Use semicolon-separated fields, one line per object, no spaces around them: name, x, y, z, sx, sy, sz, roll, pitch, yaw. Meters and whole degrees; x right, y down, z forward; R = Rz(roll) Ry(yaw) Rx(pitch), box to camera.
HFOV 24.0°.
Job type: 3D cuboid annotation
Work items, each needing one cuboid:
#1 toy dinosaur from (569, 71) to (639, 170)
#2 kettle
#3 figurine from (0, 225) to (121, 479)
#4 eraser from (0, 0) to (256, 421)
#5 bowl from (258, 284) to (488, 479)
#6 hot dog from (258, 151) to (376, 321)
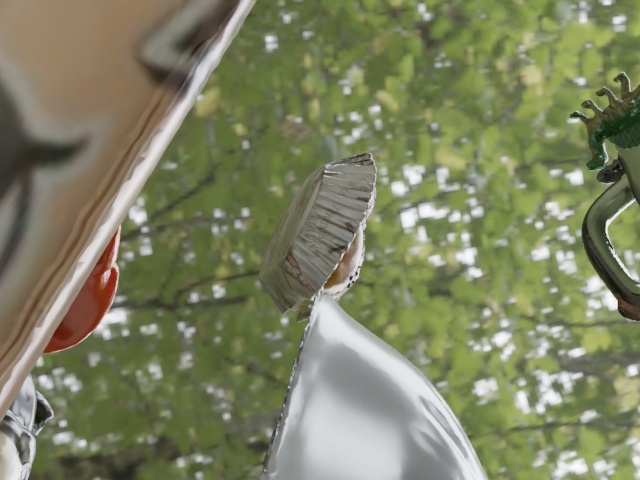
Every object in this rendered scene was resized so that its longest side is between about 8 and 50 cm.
toy dinosaur;0.268;-0.113;1.306;0.119;0.029;0.060;-38;-92;2
kettle;0.384;-0.030;1.536;0.240;0.165;0.255;-24;-139;15
figurine;-0.229;0.000;0.935;0.412;0.241;0.306;-122;-164;-64
eraser;-0.110;-0.056;0.342;0.171;0.291;0.087;29;-16;2
bowl;0.015;0.116;0.471;0.086;0.189;0.189;15;-66;1
hot dog;0.000;0.000;0.928;0.099;0.053;0.192;-64;-176;-14
